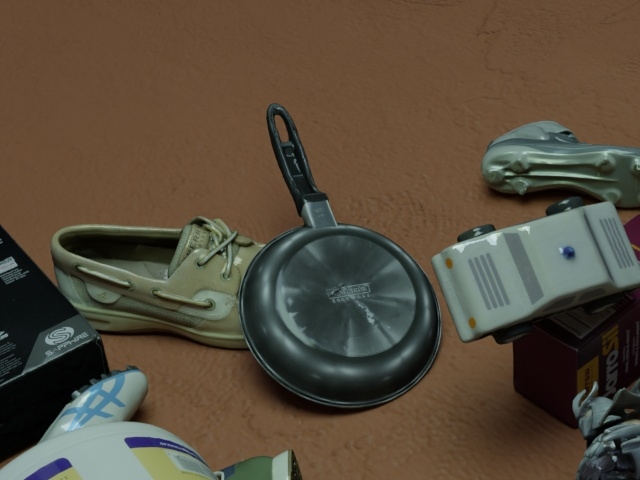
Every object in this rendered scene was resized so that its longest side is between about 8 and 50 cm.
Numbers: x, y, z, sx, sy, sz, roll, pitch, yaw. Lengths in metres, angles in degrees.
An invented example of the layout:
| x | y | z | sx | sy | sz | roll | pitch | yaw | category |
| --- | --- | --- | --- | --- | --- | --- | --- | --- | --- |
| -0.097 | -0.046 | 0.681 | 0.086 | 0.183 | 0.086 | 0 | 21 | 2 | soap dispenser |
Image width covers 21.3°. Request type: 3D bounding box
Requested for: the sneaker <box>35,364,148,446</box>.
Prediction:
| x | y | z | sx | sy | sz | roll | pitch | yaw | category |
| --- | --- | --- | --- | --- | --- | --- | --- | --- | --- |
| -0.221 | 0.201 | 1.509 | 0.086 | 0.085 | 0.237 | 36 | 48 | 7 | sneaker |

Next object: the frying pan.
| x | y | z | sx | sy | sz | roll | pitch | yaw | category |
| --- | --- | --- | --- | --- | --- | --- | --- | --- | --- |
| 0.029 | 0.008 | 1.634 | 0.197 | 0.053 | 0.326 | 11 | 59 | -7 | frying pan |

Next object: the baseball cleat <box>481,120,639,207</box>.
| x | y | z | sx | sy | sz | roll | pitch | yaw | category |
| --- | --- | --- | --- | --- | --- | --- | --- | --- | --- |
| 0.273 | -0.088 | 1.773 | 0.206 | 0.072 | 0.109 | 7 | 35 | 12 | baseball cleat |

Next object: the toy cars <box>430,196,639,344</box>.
| x | y | z | sx | sy | sz | roll | pitch | yaw | category |
| --- | --- | --- | --- | --- | --- | --- | --- | --- | --- |
| 0.288 | 0.061 | 1.450 | 0.394 | 0.087 | 0.176 | 25 | 64 | -11 | toy cars |

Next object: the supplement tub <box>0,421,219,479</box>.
| x | y | z | sx | sy | sz | roll | pitch | yaw | category |
| --- | --- | --- | --- | --- | --- | --- | --- | --- | --- |
| -0.112 | 0.314 | 1.223 | 0.241 | 0.241 | 0.331 | -25 | 43 | -20 | supplement tub |

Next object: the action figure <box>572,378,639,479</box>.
| x | y | z | sx | sy | sz | roll | pitch | yaw | category |
| --- | --- | --- | --- | --- | --- | --- | --- | --- | --- |
| 0.235 | 0.231 | 1.327 | 0.099 | 0.185 | 0.285 | -7 | 51 | -1 | action figure |

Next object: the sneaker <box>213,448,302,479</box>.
| x | y | z | sx | sy | sz | roll | pitch | yaw | category |
| --- | --- | --- | --- | --- | --- | --- | --- | --- | --- |
| -0.063 | 0.258 | 1.425 | 0.086 | 0.064 | 0.192 | -9 | 39 | 10 | sneaker |

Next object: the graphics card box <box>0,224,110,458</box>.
| x | y | z | sx | sy | sz | roll | pitch | yaw | category |
| --- | --- | --- | --- | --- | --- | --- | --- | --- | --- |
| -0.389 | 0.076 | 1.661 | 0.233 | 0.094 | 0.371 | -28 | 43 | -23 | graphics card box |

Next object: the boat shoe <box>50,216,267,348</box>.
| x | y | z | sx | sy | sz | roll | pitch | yaw | category |
| --- | --- | --- | --- | --- | --- | --- | --- | --- | --- |
| -0.116 | 0.032 | 1.665 | 0.302 | 0.098 | 0.109 | 3 | 41 | 10 | boat shoe |

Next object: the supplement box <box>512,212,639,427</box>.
| x | y | z | sx | sy | sz | roll | pitch | yaw | category |
| --- | --- | --- | --- | --- | --- | --- | --- | --- | --- |
| 0.265 | 0.070 | 1.559 | 0.188 | 0.104 | 0.081 | -34 | 48 | -28 | supplement box |
